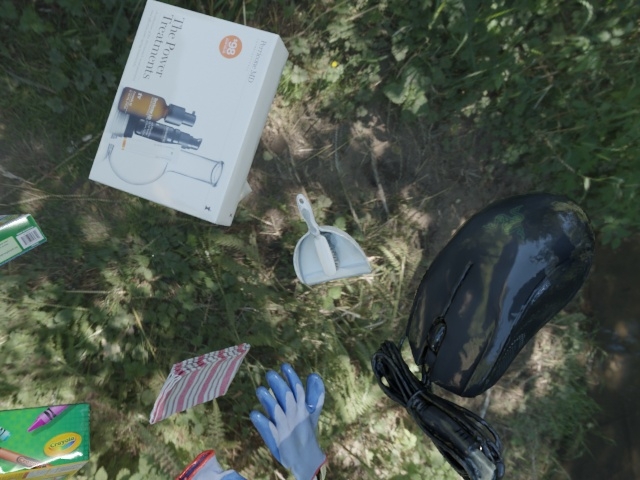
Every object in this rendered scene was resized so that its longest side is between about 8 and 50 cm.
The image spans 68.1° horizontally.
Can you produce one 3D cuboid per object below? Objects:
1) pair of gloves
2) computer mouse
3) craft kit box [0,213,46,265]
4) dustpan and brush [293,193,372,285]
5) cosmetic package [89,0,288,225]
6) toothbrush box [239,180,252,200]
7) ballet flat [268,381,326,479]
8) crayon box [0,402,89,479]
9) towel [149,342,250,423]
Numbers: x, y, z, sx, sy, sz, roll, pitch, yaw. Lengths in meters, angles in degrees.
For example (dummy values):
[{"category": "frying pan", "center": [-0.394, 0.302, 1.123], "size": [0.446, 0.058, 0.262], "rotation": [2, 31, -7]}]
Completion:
[{"category": "pair of gloves", "center": [-0.052, 0.221, 0.461], "size": [0.198, 0.023, 0.159], "rotation": [-42, 126, -36]}, {"category": "computer mouse", "center": [0.145, 0.068, 0.448], "size": [0.072, 0.188, 0.272], "rotation": [22, 102, -37]}, {"category": "craft kit box", "center": [-0.602, 0.038, 0.761], "size": [0.250, 0.247, 0.060], "rotation": [-39, 115, -36]}, {"category": "dustpan and brush", "center": [0.000, 0.000, 0.891], "size": [0.148, 0.060, 0.211], "rotation": [-13, 113, 17]}, {"category": "cosmetic package", "center": [-0.260, -0.251, 0.948], "size": [0.285, 0.097, 0.376], "rotation": [19, 91, 7]}, {"category": "toothbrush box", "center": [-0.325, -0.222, 1.233], "size": [0.122, 0.206, 0.283], "rotation": [-42, 81, -7]}, {"category": "ballet flat", "center": [-0.024, 0.258, 0.605], "size": [0.057, 0.052, 0.168], "rotation": [-18, 109, 1]}, {"category": "crayon box", "center": [-0.451, 0.318, 0.689], "size": [0.166, 0.278, 0.081], "rotation": [6, 57, -35]}, {"category": "towel", "center": [-0.234, 0.283, 0.944], "size": [0.197, 0.029, 0.144], "rotation": [-4, 129, -54]}]
